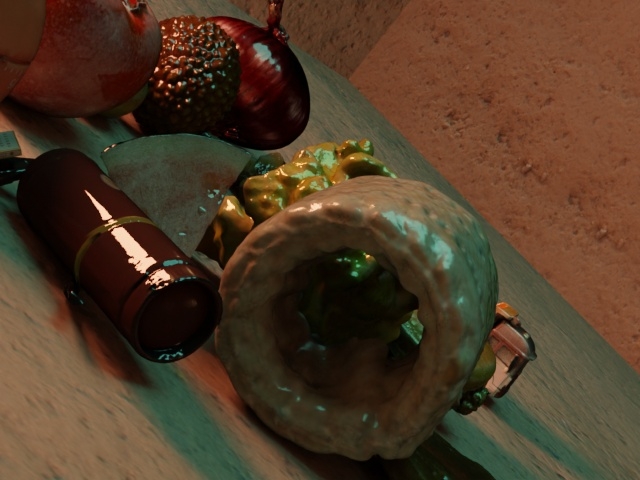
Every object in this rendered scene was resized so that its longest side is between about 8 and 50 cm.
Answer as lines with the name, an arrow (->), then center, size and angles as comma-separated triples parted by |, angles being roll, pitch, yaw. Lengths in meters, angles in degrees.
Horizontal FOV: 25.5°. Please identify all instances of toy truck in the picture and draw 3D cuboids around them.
toy truck -> 0.209, 0.118, 2.193 | 0.270, 0.135, 0.114 | 41, 11, 11

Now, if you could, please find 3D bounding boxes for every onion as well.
onion -> -0.117, -0.290, 2.429 | 0.273, 0.285, 0.273 | 34, -13, 9

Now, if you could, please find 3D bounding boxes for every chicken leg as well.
chicken leg -> -0.114, -0.112, 2.234 | 0.125, 0.080, 0.196 | 4, 34, -48

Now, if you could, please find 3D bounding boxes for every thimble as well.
thimble -> 0.043, 0.084, 1.482 | 0.291, 0.291, 0.195 | 40, 18, 4

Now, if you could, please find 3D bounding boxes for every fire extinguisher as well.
fire extinguisher -> -0.234, -0.004, 1.405 | 0.141, 0.105, 0.341 | 1, 27, -40

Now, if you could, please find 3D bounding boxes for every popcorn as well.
popcorn -> 0.004, 0.006, 1.700 | 0.293, 0.293, 0.237 | 30, 20, -35

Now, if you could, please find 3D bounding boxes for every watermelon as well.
watermelon -> -0.190, -0.023, 1.579 | 0.136, 0.207, 0.202 | 29, 51, 4

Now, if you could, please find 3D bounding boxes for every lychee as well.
lychee -> -0.210, -0.252, 2.157 | 0.200, 0.200, 0.238 | 36, 32, -16

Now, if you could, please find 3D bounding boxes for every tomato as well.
tomato -> -0.341, -0.281, 1.806 | 0.270, 0.227, 0.270 | 51, 18, -24

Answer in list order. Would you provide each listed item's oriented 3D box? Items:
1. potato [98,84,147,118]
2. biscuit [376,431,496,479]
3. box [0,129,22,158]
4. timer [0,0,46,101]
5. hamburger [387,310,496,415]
potato -> -0.314, -0.246, 2.020 | 0.137, 0.137, 0.176 | 30, 36, -35
biscuit -> 0.164, 0.303, 1.573 | 0.257, 0.049, 0.273 | 35, 14, -32
box -> -0.354, -0.094, 1.461 | 0.083, 0.012, 0.046 | -12, 34, -17
timer -> -0.409, -0.236, 1.477 | 0.230, 0.215, 0.229 | 37, 5, -4
hamburger -> 0.130, 0.148, 1.887 | 0.189, 0.122, 0.215 | 11, 33, -53
